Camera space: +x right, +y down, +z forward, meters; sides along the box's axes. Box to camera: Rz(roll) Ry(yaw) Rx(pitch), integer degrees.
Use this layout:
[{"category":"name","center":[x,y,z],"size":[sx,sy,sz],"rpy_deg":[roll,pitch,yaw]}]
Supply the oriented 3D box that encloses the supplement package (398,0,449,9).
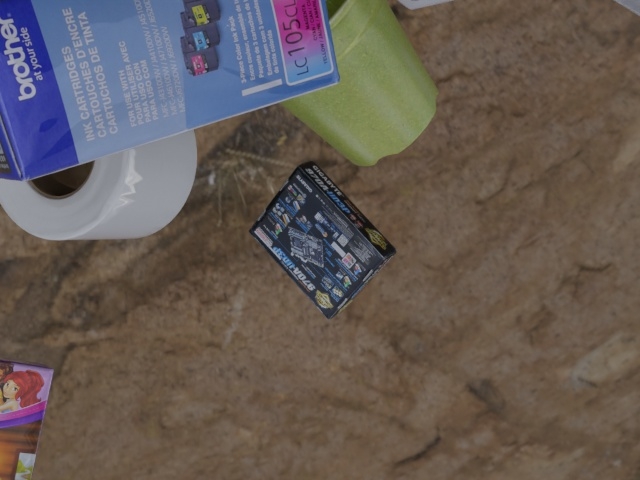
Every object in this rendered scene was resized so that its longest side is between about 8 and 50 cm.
[{"category":"supplement package","center":[0.124,-0.230,0.361],"size":[0.292,0.175,0.177],"rpy_deg":[-4,166,35]}]

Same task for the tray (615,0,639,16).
[{"category":"tray","center":[0.518,-0.422,1.258],"size":[0.030,0.145,0.270],"rpy_deg":[23,111,-44]}]

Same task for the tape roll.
[{"category":"tape roll","center":[-0.321,-0.122,1.306],"size":[0.246,0.246,0.169],"rpy_deg":[-45,163,18]}]

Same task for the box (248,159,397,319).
[{"category":"box","center":[0.000,0.000,1.579],"size":[0.051,0.220,0.175],"rpy_deg":[-28,161,-53]}]

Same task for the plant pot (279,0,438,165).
[{"category":"plant pot","center":[0.039,-0.259,1.400],"size":[0.276,0.276,0.254],"rpy_deg":[-38,120,12]}]

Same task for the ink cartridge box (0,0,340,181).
[{"category":"ink cartridge box","center":[-0.219,-0.165,0.868],"size":[0.395,0.270,0.151],"rpy_deg":[-25,109,-31]}]

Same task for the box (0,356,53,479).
[{"category":"box","center":[-0.345,0.159,0.605],"size":[0.293,0.057,0.201],"rpy_deg":[12,82,-23]}]
